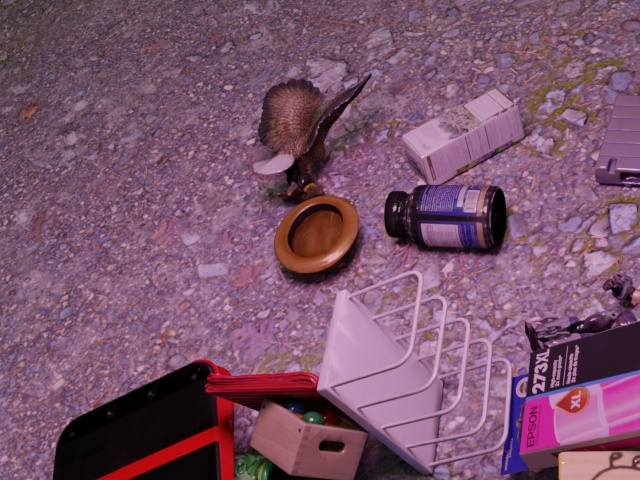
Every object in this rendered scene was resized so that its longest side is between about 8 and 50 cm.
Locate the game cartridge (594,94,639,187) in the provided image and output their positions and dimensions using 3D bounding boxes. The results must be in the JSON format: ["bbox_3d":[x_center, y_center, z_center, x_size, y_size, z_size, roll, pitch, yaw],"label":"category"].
[{"bbox_3d":[0.732,-0.190,1.888,0.355,0.068,0.230,7,47,27],"label":"game cartridge"}]

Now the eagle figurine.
[{"bbox_3d":[-0.022,-0.231,2.119,0.226,0.225,0.298,8,88,-5],"label":"eagle figurine"}]

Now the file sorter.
[{"bbox_3d":[0.161,0.209,1.548,0.173,0.278,0.193,-22,39,36],"label":"file sorter"}]

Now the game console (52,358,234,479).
[{"bbox_3d":[-0.312,0.402,1.689,0.387,0.060,0.342,-27,44,19],"label":"game console"}]

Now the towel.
[{"bbox_3d":[-0.050,0.258,1.631,0.199,0.275,0.031,-3,71,19],"label":"towel"}]

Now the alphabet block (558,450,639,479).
[{"bbox_3d":[0.436,0.411,1.334,0.197,0.193,0.192,-6,45,17],"label":"alphabet block"}]

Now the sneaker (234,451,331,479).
[{"bbox_3d":[-0.085,0.390,1.616,0.296,0.123,0.109,2,50,25],"label":"sneaker"}]

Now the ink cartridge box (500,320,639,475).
[{"bbox_3d":[0.394,0.227,1.426,0.371,0.069,0.175,-29,38,47],"label":"ink cartridge box"}]

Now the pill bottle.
[{"bbox_3d":[0.241,-0.048,1.905,0.219,0.123,0.123,3,50,24],"label":"pill bottle"}]

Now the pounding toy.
[{"bbox_3d":[-0.018,0.307,1.591,0.206,0.181,0.094,20,93,55],"label":"pounding toy"}]

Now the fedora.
[{"bbox_3d":[0.000,0.000,1.989,0.194,0.079,0.194,-11,51,14],"label":"fedora"}]

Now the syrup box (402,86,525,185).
[{"bbox_3d":[0.301,-0.217,2.061,0.237,0.096,0.093,-29,42,-6],"label":"syrup box"}]

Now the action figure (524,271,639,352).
[{"bbox_3d":[0.495,0.145,1.637,0.285,0.099,0.185,-16,35,2],"label":"action figure"}]
